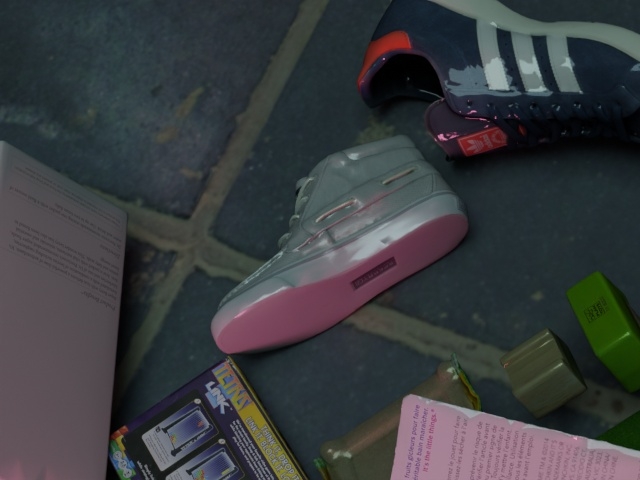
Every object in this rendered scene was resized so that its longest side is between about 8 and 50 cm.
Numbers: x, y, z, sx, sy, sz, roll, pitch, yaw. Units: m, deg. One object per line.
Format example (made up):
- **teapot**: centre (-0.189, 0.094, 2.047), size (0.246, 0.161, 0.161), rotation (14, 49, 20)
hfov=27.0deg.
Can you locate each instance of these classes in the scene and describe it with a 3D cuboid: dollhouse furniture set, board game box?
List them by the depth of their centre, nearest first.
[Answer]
- **dollhouse furniture set**: centre (0.169, 0.199, 1.096), size (0.301, 0.151, 0.197), rotation (-36, 39, 16)
- **board game box**: centre (-0.093, 0.210, 1.169), size (0.141, 0.048, 0.170), rotation (-33, 61, -4)

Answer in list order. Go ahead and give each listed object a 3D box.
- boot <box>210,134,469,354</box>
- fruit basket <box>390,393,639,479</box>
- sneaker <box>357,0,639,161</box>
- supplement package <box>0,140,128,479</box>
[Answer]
- **boot**: centre (0.000, 0.000, 1.228), size (0.258, 0.095, 0.123), rotation (-27, 55, -8)
- **fruit basket**: centre (0.207, 0.294, 0.942), size (0.353, 0.165, 0.327), rotation (13, 107, 24)
- **sneaker**: centre (0.187, -0.123, 1.209), size (0.350, 0.131, 0.148), rotation (24, 72, 33)
- **supplement package**: centre (-0.301, 0.092, 1.184), size (0.175, 0.177, 0.293), rotation (-14, 61, 29)
